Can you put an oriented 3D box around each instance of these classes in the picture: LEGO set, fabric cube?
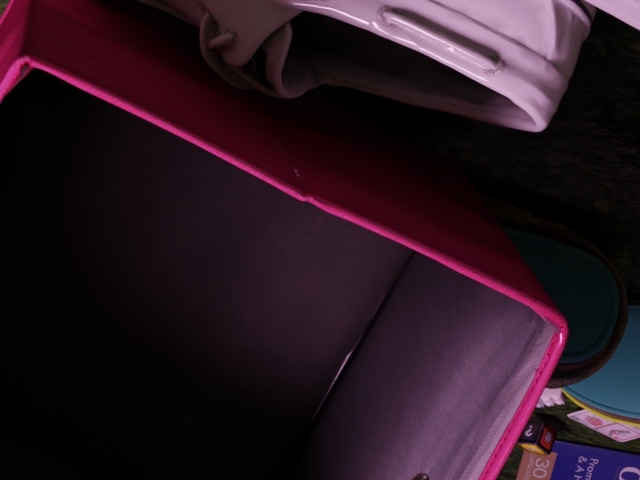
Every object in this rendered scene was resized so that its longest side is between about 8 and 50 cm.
[{"bbox_3d":[0.158,0.117,1.364,0.182,0.060,0.244,26,161,-12],"label":"LEGO set"},{"bbox_3d":[-0.076,0.049,0.898,0.259,0.254,0.258,26,-168,-14],"label":"fabric cube"}]

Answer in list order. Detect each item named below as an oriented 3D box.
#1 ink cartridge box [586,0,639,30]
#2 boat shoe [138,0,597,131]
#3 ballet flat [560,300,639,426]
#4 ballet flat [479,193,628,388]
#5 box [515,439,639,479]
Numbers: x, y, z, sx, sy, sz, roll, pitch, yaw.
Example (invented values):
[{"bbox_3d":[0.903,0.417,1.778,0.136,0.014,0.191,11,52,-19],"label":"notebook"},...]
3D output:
[{"bbox_3d":[0.167,-0.118,0.660,0.104,0.060,0.180,26,161,-20],"label":"ink cartridge box"},{"bbox_3d":[-0.014,-0.104,0.836,0.258,0.084,0.095,11,161,20],"label":"boat shoe"},{"bbox_3d":[0.240,0.075,1.144,0.077,0.077,0.231,12,168,-43],"label":"ballet flat"},{"bbox_3d":[0.000,0.000,1.093,0.348,0.123,0.123,19,162,-8],"label":"ballet flat"},{"bbox_3d":[0.247,0.232,1.482,0.225,0.136,0.036,7,159,28],"label":"box"}]
